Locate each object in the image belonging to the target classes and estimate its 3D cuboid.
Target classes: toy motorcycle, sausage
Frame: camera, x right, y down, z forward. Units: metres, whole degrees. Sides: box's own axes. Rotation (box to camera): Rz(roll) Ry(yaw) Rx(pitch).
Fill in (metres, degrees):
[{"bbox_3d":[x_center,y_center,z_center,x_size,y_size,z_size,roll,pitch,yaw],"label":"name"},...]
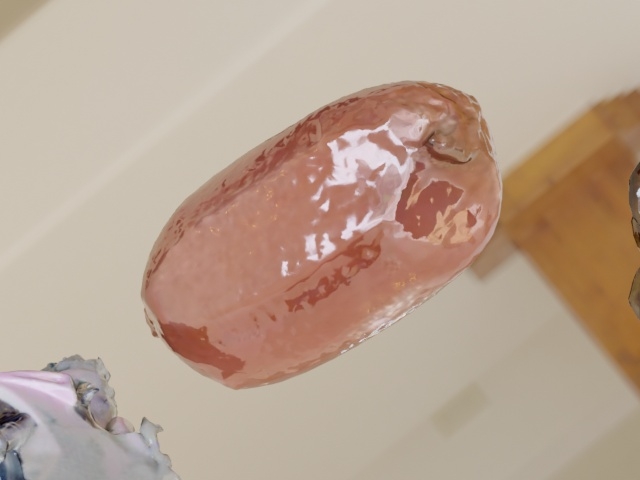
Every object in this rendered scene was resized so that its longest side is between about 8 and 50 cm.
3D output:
[{"bbox_3d":[-0.136,0.149,1.205,0.239,0.108,0.204,57,-159,-26],"label":"toy motorcycle"},{"bbox_3d":[0.000,0.000,1.199,0.148,0.254,0.148,57,-166,-23],"label":"sausage"}]

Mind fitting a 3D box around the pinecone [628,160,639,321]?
[{"bbox_3d":[0.258,0.000,0.930,0.221,0.221,0.221,51,-176,-5],"label":"pinecone"}]
